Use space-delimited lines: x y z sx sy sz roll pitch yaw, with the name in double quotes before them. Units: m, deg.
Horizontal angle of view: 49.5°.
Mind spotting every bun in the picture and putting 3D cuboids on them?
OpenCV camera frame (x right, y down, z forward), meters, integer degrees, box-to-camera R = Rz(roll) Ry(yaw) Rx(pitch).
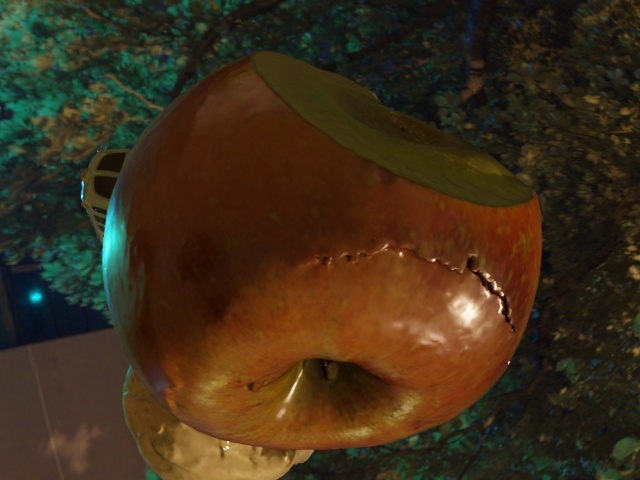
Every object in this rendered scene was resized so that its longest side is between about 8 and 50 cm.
"bun" -0.078 0.195 0.919 0.361 0.361 0.213 -56 -139 26

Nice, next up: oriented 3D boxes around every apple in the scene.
"apple" 0.000 0.000 0.639 0.383 0.374 0.375 -15 -96 14

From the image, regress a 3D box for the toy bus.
"toy bus" -0.316 -0.048 1.218 0.276 0.164 0.134 109 -10 -65
